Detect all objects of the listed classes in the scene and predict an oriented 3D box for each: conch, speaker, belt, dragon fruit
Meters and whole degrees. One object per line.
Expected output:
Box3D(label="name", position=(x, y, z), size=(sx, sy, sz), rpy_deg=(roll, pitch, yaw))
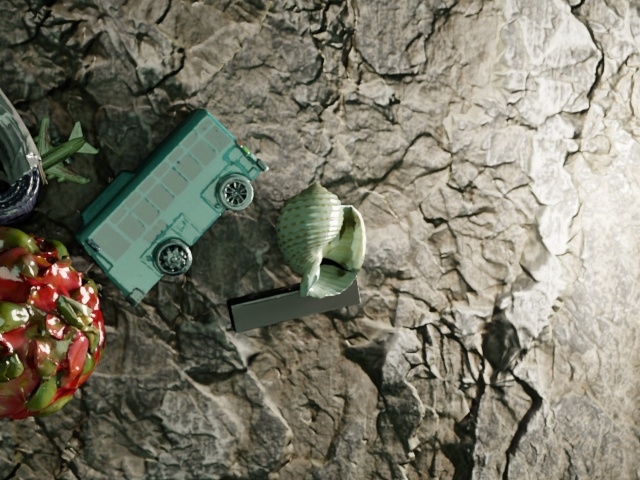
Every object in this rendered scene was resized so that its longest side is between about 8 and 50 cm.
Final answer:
Box3D(label="conch", position=(-0.002, -0.004, 1.300), size=(0.135, 0.102, 0.153), rpy_deg=(0, 110, -24))
Box3D(label="speaker", position=(-0.039, 0.090, 1.335), size=(0.191, 0.040, 0.046), rpy_deg=(-12, 103, -14))
Box3D(label="belt", position=(-0.439, -0.122, 1.130), size=(0.140, 0.126, 0.230), rpy_deg=(-36, 95, -18))
Box3D(label="dragon fruit", position=(-0.410, 0.100, 1.122), size=(0.231, 0.303, 0.236), rpy_deg=(-16, 120, -52))

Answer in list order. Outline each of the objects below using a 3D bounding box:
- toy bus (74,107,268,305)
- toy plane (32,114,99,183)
Box3D(label="toy bus", position=(-0.208, -0.048, 1.222), size=(0.256, 0.128, 0.147), rpy_deg=(-47, 105, -7))
Box3D(label="toy plane", position=(-0.355, -0.112, 1.215), size=(0.111, 0.040, 0.102), rpy_deg=(-32, 103, -8))
